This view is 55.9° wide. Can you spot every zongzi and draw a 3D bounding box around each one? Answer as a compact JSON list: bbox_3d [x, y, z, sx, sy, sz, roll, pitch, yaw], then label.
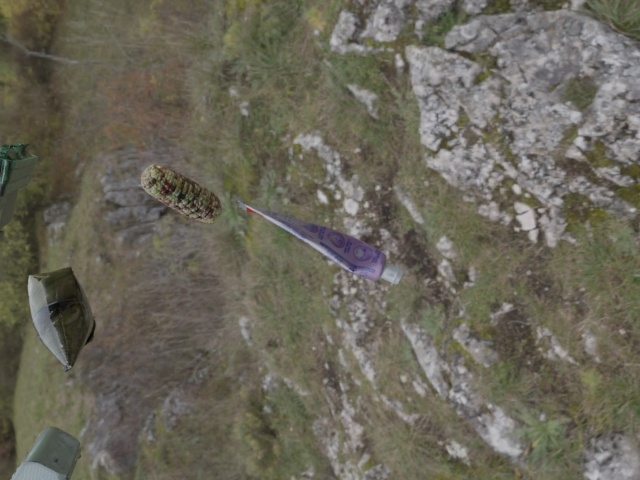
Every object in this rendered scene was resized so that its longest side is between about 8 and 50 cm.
[{"bbox_3d":[-0.497,0.203,1.204,0.242,0.112,0.221,58,156,32],"label":"zongzi"}]

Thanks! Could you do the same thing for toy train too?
[{"bbox_3d":[-0.586,-0.094,1.035,0.330,0.139,0.178,-154,77,-70],"label":"toy train"}]

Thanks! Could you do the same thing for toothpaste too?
[{"bbox_3d":[0.000,0.000,1.013,0.075,0.301,0.048,-78,14,-69],"label":"toothpaste"}]

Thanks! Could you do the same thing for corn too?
[{"bbox_3d":[-0.332,-0.111,1.433,0.086,0.253,0.086,-11,68,28],"label":"corn"}]

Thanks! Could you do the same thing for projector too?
[{"bbox_3d":[-0.626,0.552,1.288,0.250,0.108,0.198,-58,14,-5],"label":"projector"}]
